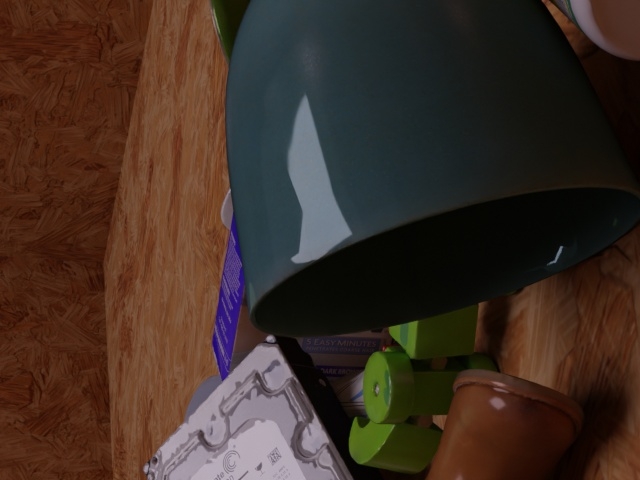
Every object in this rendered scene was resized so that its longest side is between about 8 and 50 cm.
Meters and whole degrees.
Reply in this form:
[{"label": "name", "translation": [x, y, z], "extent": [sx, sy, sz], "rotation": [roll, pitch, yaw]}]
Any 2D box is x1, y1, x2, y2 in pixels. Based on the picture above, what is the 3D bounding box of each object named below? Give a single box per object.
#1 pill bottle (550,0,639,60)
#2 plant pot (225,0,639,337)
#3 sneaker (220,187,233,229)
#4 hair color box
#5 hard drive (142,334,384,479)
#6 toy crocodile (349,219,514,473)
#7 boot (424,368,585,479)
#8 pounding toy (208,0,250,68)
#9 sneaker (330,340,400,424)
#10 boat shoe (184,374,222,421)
[{"label": "pill bottle", "translation": [0.198, -0.216, 0.928], "extent": [0.208, 0.117, 0.118], "rotation": [-114, 32, -58]}, {"label": "plant pot", "translation": [0.062, -0.087, 0.969], "extent": [0.293, 0.293, 0.235], "rotation": [130, 128, -64]}, {"label": "sneaker", "translation": [-0.055, -0.098, 1.797], "extent": [0.212, 0.080, 0.094], "rotation": [-51, 6, 7]}, {"label": "hair color box", "translation": [0.000, 0.000, 1.444], "extent": [0.110, 0.185, 0.339], "rotation": [-119, 36, -62]}, {"label": "hard drive", "translation": [-0.036, 0.295, 1.342], "extent": [0.237, 0.064, 0.339], "rotation": [-46, 53, 21]}, {"label": "toy crocodile", "translation": [0.102, 0.061, 1.180], "extent": [0.105, 0.115, 0.341], "rotation": [-133, 49, -60]}, {"label": "boot", "translation": [0.105, 0.230, 1.018], "extent": [0.283, 0.109, 0.220], "rotation": [117, 177, -64]}, {"label": "pounding toy", "translation": [-0.085, -0.322, 2.029], "extent": [0.237, 0.110, 0.183], "rotation": [47, -150, -72]}, {"label": "sneaker", "translation": [0.078, 0.151, 1.352], "extent": [0.086, 0.085, 0.237], "rotation": [56, 148, 7]}, {"label": "boat shoe", "translation": [-0.022, 0.303, 1.487], "extent": [0.136, 0.156, 0.367], "rotation": [-51, 48, 13]}]
